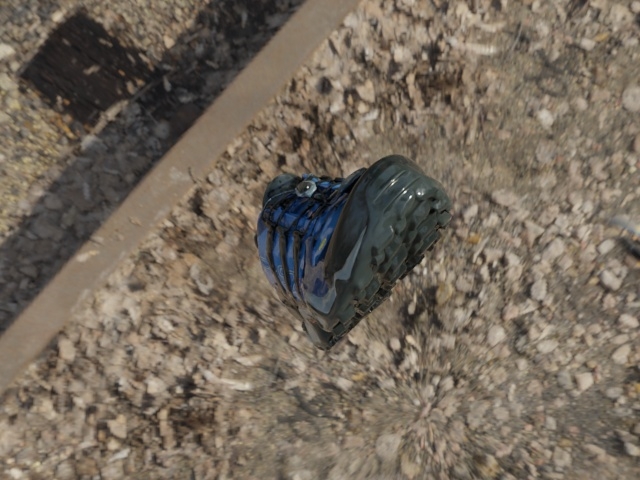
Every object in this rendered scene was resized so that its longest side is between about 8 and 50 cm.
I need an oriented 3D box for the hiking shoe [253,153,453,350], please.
[{"bbox_3d":[0.000,0.000,0.690,0.113,0.304,0.132,-40,83,-21],"label":"hiking shoe"}]
